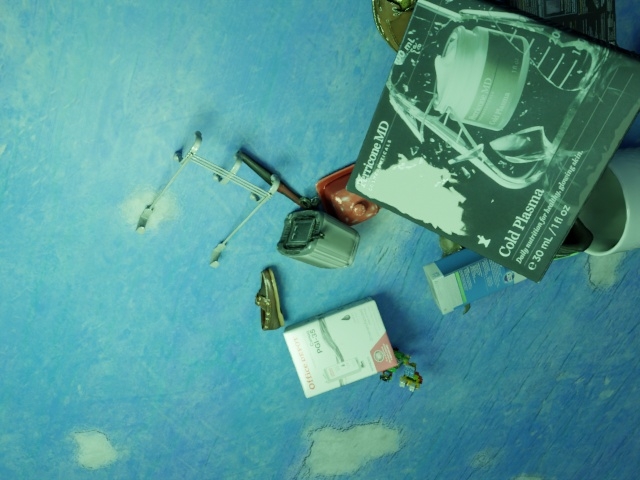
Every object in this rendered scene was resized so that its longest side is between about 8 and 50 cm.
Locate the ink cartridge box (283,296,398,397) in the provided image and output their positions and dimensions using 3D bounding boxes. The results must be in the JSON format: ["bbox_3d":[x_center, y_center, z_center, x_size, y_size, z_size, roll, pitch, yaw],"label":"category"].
[{"bbox_3d":[0.055,0.310,1.791,0.283,0.117,0.207,-20,90,-1],"label":"ink cartridge box"}]

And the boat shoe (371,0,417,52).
[{"bbox_3d":[0.170,-0.545,1.392,0.110,0.104,0.307,-27,121,3],"label":"boat shoe"}]

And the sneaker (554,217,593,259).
[{"bbox_3d":[0.548,-0.143,1.605,0.483,0.202,0.185,43,73,-19],"label":"sneaker"}]

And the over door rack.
[{"bbox_3d":[-0.286,-0.105,1.550,0.239,0.108,0.324,27,124,-24],"label":"over door rack"}]

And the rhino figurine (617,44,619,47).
[{"bbox_3d":[0.672,-0.422,1.590,0.243,0.073,0.106,-40,123,12],"label":"rhino figurine"}]

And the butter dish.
[{"bbox_3d":[0.090,-0.102,1.614,0.160,0.118,0.160,-24,122,1],"label":"butter dish"}]

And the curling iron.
[{"bbox_3d":[-0.103,-0.151,1.588,0.274,0.035,0.068,36,143,-23],"label":"curling iron"}]

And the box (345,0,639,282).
[{"bbox_3d":[0.382,-0.249,1.350,0.471,0.297,0.480,27,117,15],"label":"box"}]

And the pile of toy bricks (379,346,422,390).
[{"bbox_3d":[0.225,0.369,1.915,0.212,0.105,0.118,18,118,25],"label":"pile of toy bricks"}]

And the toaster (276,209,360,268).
[{"bbox_3d":[0.000,0.000,1.604,0.146,0.227,0.129,23,76,-30],"label":"toaster"}]

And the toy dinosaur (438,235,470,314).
[{"bbox_3d":[0.408,0.068,1.800,0.160,0.121,0.314,2,123,0],"label":"toy dinosaur"}]

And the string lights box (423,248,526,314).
[{"bbox_3d":[0.430,0.089,1.703,0.259,0.077,0.133,-23,122,0],"label":"string lights box"}]

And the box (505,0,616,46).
[{"bbox_3d":[0.565,-0.555,1.449,0.242,0.076,0.308,-12,106,-5],"label":"box"}]

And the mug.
[{"bbox_3d":[0.869,-0.096,1.728,0.328,0.276,0.374,-11,151,-14],"label":"mug"}]

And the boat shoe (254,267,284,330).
[{"bbox_3d":[-0.150,0.173,1.741,0.073,0.073,0.207,-12,120,-8],"label":"boat shoe"}]
